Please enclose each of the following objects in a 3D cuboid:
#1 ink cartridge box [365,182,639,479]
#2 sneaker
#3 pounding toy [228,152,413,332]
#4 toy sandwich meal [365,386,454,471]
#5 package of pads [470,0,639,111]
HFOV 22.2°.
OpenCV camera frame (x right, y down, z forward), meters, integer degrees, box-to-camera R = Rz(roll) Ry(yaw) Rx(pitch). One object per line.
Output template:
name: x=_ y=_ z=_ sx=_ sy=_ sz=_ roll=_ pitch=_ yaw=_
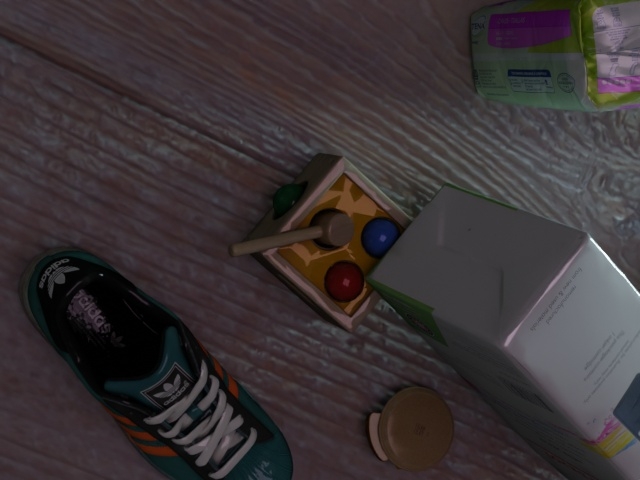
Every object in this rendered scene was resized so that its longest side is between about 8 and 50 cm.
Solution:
ink cartridge box: x=0.226 y=0.118 z=1.399 sx=0.119 sy=0.207 sz=0.353 roll=-50 pitch=122 yaw=-9
sneaker: x=-0.131 y=0.129 z=1.366 sx=0.302 sy=0.121 sz=0.108 roll=45 pitch=83 yaw=-17
pounding toy: x=0.000 y=0.000 z=1.403 sx=0.141 sy=0.100 sz=0.130 roll=42 pitch=83 yaw=-17
toy sandwich meal: x=0.082 y=0.173 z=1.487 sx=0.086 sy=0.029 sz=0.085 roll=2 pitch=86 yaw=-24
package of pads: x=0.309 y=-0.178 z=1.413 sx=0.297 sy=0.229 sz=0.101 roll=-9 pitch=99 yaw=-17
